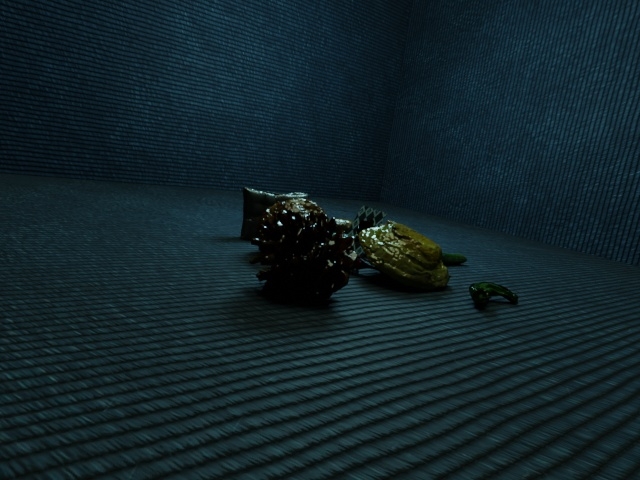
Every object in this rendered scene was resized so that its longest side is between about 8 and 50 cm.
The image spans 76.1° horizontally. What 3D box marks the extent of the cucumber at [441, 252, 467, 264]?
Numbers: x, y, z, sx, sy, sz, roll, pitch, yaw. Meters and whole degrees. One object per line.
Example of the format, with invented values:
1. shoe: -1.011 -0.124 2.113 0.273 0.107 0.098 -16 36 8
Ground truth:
1. cucumber: 0.573 0.083 1.861 0.249 0.056 0.056 4 12 -33

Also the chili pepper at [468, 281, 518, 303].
1. chili pepper: 0.551 0.179 1.344 0.122 0.065 0.278 14 8 43

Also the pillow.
1. pillow: -0.204 -0.117 1.855 0.325 0.229 0.101 1 7 -26

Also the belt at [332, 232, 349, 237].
1. belt: 0.000 0.000 1.817 0.301 0.072 0.087 0 16 -35

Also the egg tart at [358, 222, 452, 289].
1. egg tart: 0.305 0.044 1.476 0.351 0.153 0.339 39 23 29

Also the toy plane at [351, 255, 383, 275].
1. toy plane: 0.151 0.088 1.508 0.194 0.077 0.126 11 12 -27

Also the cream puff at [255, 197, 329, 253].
1. cream puff: -0.104 -0.055 1.570 0.302 0.213 0.303 1 25 0

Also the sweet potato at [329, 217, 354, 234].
1. sweet potato: 0.071 -0.068 2.132 0.384 0.109 0.109 5 12 -14

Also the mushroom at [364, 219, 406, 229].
1. mushroom: 0.333 -0.023 1.956 0.277 0.146 0.278 16 3 -1

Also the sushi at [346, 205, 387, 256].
1. sushi: 0.209 -0.039 1.877 0.047 0.220 0.231 29 1 -26

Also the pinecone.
1. pinecone: -0.057 0.034 1.180 0.295 0.243 0.298 7 17 -17
